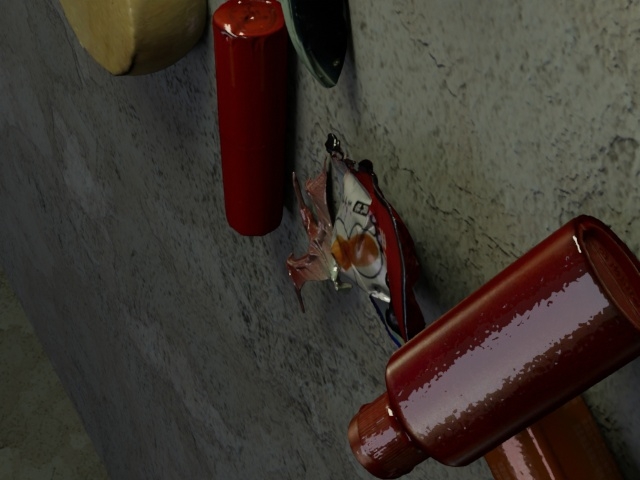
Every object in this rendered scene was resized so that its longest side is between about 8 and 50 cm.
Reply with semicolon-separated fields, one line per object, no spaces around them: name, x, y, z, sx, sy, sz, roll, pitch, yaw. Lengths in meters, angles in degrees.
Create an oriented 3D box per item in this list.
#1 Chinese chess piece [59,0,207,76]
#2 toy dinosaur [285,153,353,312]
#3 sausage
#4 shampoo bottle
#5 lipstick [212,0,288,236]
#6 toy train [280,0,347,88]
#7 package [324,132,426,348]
Chinese chess piece;-0.215;-0.302;1.490;0.251;0.097;0.251;48;152;36
toy dinosaur;-0.001;0.001;1.394;0.108;0.032;0.220;55;146;35
sausage;0.187;0.190;1.069;0.312;0.093;0.093;64;158;6
shampoo bottle;0.121;0.091;0.994;0.260;0.064;0.102;-41;77;37
lipstick;-0.067;-0.119;1.372;0.073;0.073;0.280;51;154;33
toy train;-0.017;-0.243;1.147;0.048;0.055;0.252;39;145;49
package;0.055;0.015;1.180;0.269;0.071;0.194;-127;13;-67
